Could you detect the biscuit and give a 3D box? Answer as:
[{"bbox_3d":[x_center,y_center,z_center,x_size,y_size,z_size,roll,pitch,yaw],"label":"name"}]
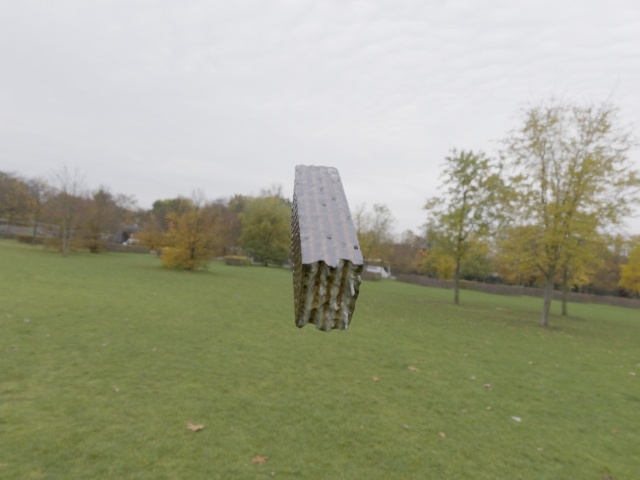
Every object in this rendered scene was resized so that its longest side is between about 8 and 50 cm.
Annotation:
[{"bbox_3d":[0.000,0.000,0.548,0.070,0.106,0.252,1,37,-8],"label":"biscuit"}]
